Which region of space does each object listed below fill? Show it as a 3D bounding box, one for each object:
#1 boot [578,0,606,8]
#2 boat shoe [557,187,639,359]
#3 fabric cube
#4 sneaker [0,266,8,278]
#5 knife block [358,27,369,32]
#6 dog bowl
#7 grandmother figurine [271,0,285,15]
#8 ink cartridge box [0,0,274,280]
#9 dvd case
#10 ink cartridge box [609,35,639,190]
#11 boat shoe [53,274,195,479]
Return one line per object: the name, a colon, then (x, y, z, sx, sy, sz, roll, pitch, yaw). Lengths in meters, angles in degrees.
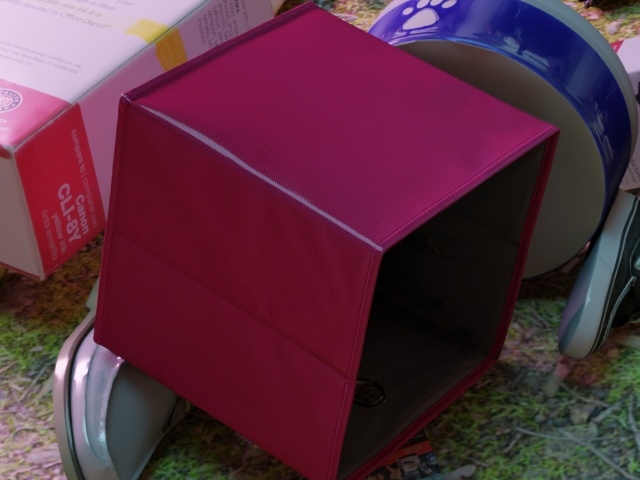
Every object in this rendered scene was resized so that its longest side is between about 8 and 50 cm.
boot: (0.392, -0.306, 2.082, 0.229, 0.091, 0.263, -21, 31, -2)
boat shoe: (0.262, 0.032, 1.628, 0.070, 0.078, 0.219, 26, 41, 3)
fabric cube: (0.000, 0.000, 1.529, 0.258, 0.259, 0.254, 29, 40, 24)
sneaker: (-0.428, 0.038, 1.844, 0.240, 0.091, 0.126, -8, 35, 6)
knife block: (0.021, -0.117, 1.914, 0.275, 0.088, 0.242, 14, 42, 33)
dog bowl: (0.141, -0.095, 1.661, 0.264, 0.265, 0.104, 4, 39, 24)
grandmother figurine: (-0.056, -0.327, 2.237, 0.207, 0.104, 0.342, 14, 45, 21)
ink cartridge box: (-0.260, -0.159, 1.873, 0.279, 0.160, 0.384, 18, 45, 33)
dvd case: (0.057, 0.200, 1.517, 0.087, 0.013, 0.119, -16, 33, -5)
ink cartridge box: (0.340, -0.129, 1.750, 0.175, 0.127, 0.072, -11, 29, 35)
boat shoe: (-0.155, 0.111, 1.628, 0.103, 0.113, 0.302, -12, 33, 12)
